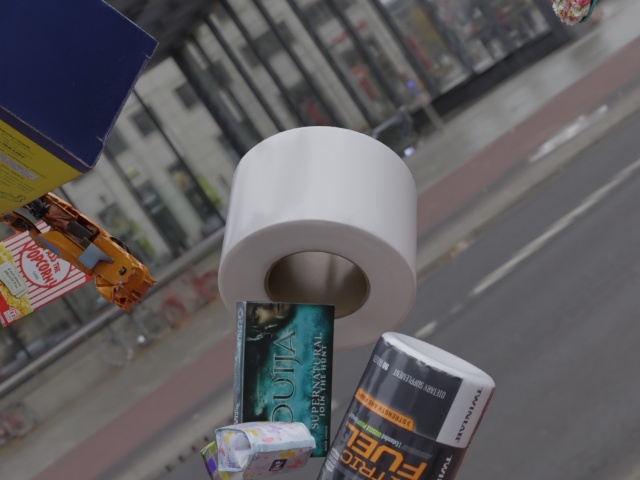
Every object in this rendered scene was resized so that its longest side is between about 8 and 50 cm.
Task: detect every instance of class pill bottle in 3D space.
[{"bbox_3d":[0.073,0.228,1.299,0.130,0.130,0.246,-98,31,-85],"label":"pill bottle"}]

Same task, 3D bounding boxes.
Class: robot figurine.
[{"bbox_3d":[-0.380,-0.014,1.858,0.085,0.291,0.211,-54,-10,-7],"label":"robot figurine"}]

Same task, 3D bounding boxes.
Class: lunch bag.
[{"bbox_3d":[-0.053,0.201,1.225,0.071,0.053,0.083,-2,-8,-31],"label":"lunch bag"}]

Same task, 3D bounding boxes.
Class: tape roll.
[{"bbox_3d":[0.000,0.000,1.601,0.246,0.246,0.169,-31,36,32],"label":"tape roll"}]

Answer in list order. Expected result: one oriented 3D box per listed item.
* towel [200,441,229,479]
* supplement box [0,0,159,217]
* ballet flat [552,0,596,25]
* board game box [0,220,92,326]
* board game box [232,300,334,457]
[{"bbox_3d":[-0.196,0.422,2.373,0.009,0.083,0.060,-19,5,22],"label":"towel"},{"bbox_3d":[-0.390,-0.174,1.564,0.356,0.195,0.194,-17,44,53],"label":"supplement box"},{"bbox_3d":[0.264,-0.346,1.323,0.091,0.077,0.241,-177,101,-70],"label":"ballet flat"},{"bbox_3d":[-0.552,0.054,2.430,0.193,0.147,0.045,-31,7,-24],"label":"board game box"},{"bbox_3d":[-0.044,0.167,1.525,0.126,0.186,0.026,4,-5,-31],"label":"board game box"}]
